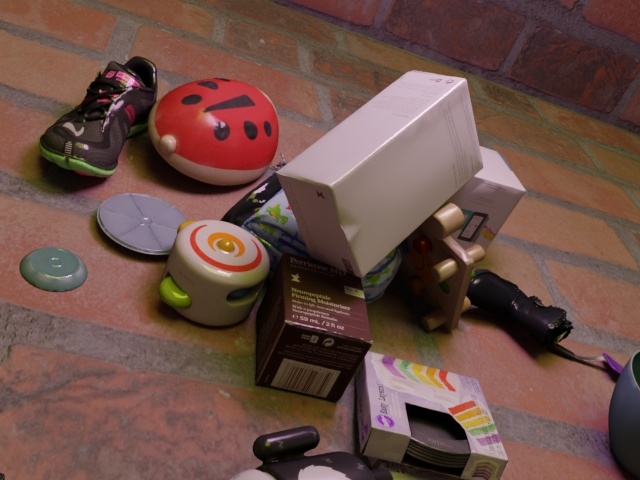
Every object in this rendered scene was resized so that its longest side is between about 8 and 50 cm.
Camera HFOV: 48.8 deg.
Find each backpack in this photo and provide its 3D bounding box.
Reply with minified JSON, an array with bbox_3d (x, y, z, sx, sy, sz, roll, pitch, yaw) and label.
[{"bbox_3d":[0.000,0.000,1.527,0.355,0.273,0.290,45,46,3],"label":"backpack"}]

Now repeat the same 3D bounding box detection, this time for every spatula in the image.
[{"bbox_3d":[0.644,0.283,1.731,0.297,0.030,0.084,19,21,-6],"label":"spatula"}]

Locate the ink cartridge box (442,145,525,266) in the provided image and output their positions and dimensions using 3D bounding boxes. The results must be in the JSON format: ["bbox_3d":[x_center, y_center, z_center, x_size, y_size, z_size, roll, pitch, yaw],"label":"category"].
[{"bbox_3d":[0.360,-0.100,1.868,0.197,0.270,0.198,13,34,-21],"label":"ink cartridge box"}]

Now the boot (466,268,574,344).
[{"bbox_3d":[0.467,0.160,1.676,0.247,0.094,0.207,14,16,-44],"label":"boot"}]

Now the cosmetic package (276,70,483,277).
[{"bbox_3d":[0.126,-0.135,1.346,0.385,0.217,0.156,-38,38,-25],"label":"cosmetic package"}]

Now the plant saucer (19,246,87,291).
[{"bbox_3d":[-0.493,0.047,1.312,0.120,0.021,0.119,17,33,-12],"label":"plant saucer"}]

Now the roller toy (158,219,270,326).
[{"bbox_3d":[-0.202,0.055,1.380,0.191,0.146,0.209,18,32,-12],"label":"roller toy"}]

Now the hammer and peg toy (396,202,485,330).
[{"bbox_3d":[0.237,0.008,1.560,0.128,0.361,0.266,-26,53,-21],"label":"hammer and peg toy"}]

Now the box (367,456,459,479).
[{"bbox_3d":[0.172,0.419,1.213,0.145,0.038,0.186,6,36,-28],"label":"box"}]

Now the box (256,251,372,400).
[{"bbox_3d":[-0.019,0.162,1.331,0.169,0.167,0.203,15,34,-15],"label":"box"}]

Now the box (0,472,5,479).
[{"bbox_3d":[-0.477,0.302,0.869,0.162,0.116,0.029,23,34,-3],"label":"box"}]

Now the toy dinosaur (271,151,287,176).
[{"bbox_3d":[-0.106,-0.189,1.918,0.090,0.047,0.082,61,25,-5],"label":"toy dinosaur"}]

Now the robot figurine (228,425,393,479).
[{"bbox_3d":[-0.019,0.393,0.992,0.278,0.173,0.209,1,27,-34],"label":"robot figurine"}]

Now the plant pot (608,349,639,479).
[{"bbox_3d":[0.719,0.396,1.467,0.291,0.195,0.290,18,33,-12],"label":"plant pot"}]

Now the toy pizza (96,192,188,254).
[{"bbox_3d":[-0.372,-0.030,1.496,0.202,0.032,0.201,19,33,-13],"label":"toy pizza"}]

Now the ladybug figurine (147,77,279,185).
[{"bbox_3d":[-0.247,-0.290,1.780,0.305,0.162,0.449,46,31,2],"label":"ladybug figurine"}]

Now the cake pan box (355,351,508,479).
[{"bbox_3d":[0.190,0.318,1.281,0.246,0.070,0.267,14,21,-4],"label":"cake pan box"}]

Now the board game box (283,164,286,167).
[{"bbox_3d":[-0.024,-0.102,1.746,0.186,0.126,0.026,17,33,-11],"label":"board game box"}]

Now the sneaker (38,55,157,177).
[{"bbox_3d":[-0.504,-0.306,1.642,0.185,0.202,0.482,20,32,-8],"label":"sneaker"}]
